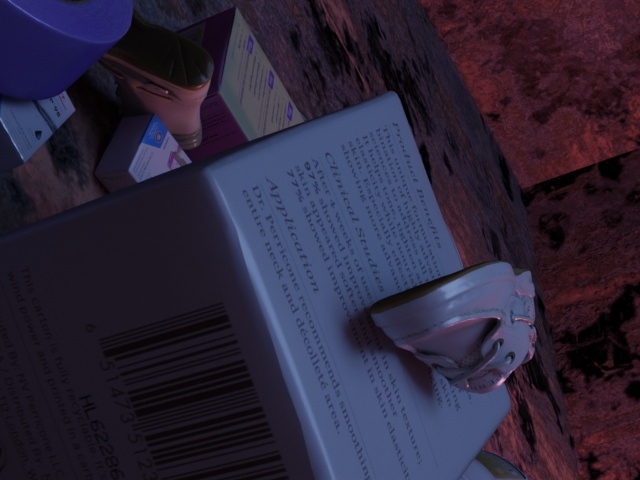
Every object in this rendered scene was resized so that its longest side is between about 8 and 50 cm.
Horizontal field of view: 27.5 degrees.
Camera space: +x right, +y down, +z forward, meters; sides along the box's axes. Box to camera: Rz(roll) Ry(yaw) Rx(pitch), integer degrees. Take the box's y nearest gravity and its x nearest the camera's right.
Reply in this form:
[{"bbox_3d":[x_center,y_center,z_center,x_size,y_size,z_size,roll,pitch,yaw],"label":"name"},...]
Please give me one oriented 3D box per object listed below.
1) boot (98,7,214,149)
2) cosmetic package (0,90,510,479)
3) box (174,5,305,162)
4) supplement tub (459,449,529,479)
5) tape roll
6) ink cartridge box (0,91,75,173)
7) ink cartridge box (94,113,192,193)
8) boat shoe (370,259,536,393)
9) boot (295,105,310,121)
[{"bbox_3d":[-0.220,-0.192,1.465,0.077,0.213,0.165,-57,173,-25],"label":"boot"},{"bbox_3d":[-0.080,0.098,1.112,0.393,0.327,0.329,-30,100,-63],"label":"cosmetic package"},{"bbox_3d":[-0.112,-0.136,1.689,0.243,0.117,0.213,58,22,-33],"label":"box"},{"bbox_3d":[0.167,0.394,1.781,0.316,0.228,0.228,26,47,-66],"label":"supplement tub"},{"bbox_3d":[-0.300,-0.262,1.181,0.275,0.090,0.275,42,25,-25],"label":"tape roll"},{"bbox_3d":[-0.296,-0.140,1.236,0.104,0.060,0.180,63,19,-19],"label":"ink cartridge box"},{"bbox_3d":[-0.187,-0.068,1.466,0.122,0.052,0.088,56,41,-42],"label":"ink cartridge box"},{"bbox_3d":[0.125,0.074,1.046,0.277,0.098,0.096,2,71,-65],"label":"boat shoe"},{"bbox_3d":[-0.054,-0.096,1.920,0.190,0.076,0.208,65,25,-10],"label":"boot"}]
